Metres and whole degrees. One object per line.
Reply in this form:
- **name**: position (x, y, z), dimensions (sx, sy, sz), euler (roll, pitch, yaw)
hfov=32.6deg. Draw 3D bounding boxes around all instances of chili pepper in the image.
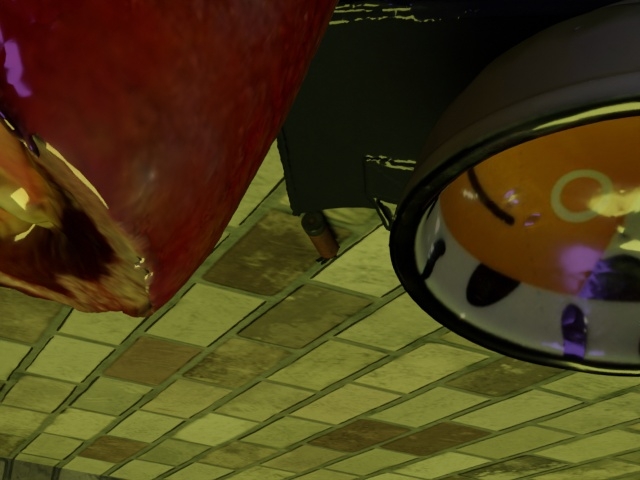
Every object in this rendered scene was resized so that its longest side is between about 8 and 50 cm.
- **chili pepper**: position (-0.104, -0.144, 0.475), dimensions (0.229, 0.305, 0.251), euler (-8, 141, 47)

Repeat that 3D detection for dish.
- **dish**: position (0.180, -0.035, 0.562), dimensions (0.303, 0.120, 0.303), euler (5, 150, 3)

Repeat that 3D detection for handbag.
- **handbag**: position (0.136, -0.091, 0.702), dimensions (0.326, 0.118, 0.269), euler (5, 149, 7)

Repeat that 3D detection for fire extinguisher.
- **fire extinguisher**: position (0.000, 0.000, 1.052), dimensions (0.028, 0.022, 0.083), euler (-33, 152, -1)

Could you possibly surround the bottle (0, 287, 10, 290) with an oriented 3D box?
- **bottle**: position (-0.332, -0.023, 1.012), dimensions (0.099, 0.098, 0.152), euler (-14, 145, 39)
